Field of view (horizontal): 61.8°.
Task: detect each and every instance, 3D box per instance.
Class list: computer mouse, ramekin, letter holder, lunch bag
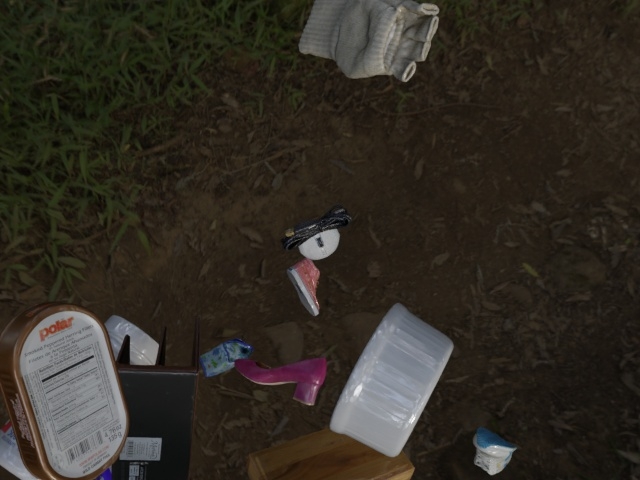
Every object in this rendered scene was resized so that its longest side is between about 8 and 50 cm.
[{"bbox_3d":[0.000,0.000,0.834,0.106,0.193,0.042,-26,80,0],"label":"computer mouse"},{"bbox_3d":[0.143,0.272,1.026,0.135,0.277,0.277,28,70,16],"label":"ramekin"},{"bbox_3d":[-0.337,0.325,1.115,0.152,0.214,0.301,5,114,-12],"label":"letter holder"},{"bbox_3d":[-0.327,0.411,1.889,0.151,0.129,0.096,12,50,-58],"label":"lunch bag"}]

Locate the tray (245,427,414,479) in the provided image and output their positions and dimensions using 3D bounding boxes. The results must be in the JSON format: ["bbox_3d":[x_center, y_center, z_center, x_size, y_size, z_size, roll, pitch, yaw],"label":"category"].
[{"bbox_3d":[0.030,0.615,1.445,0.411,0.076,0.203,-8,37,-30],"label":"tray"}]

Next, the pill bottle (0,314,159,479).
[{"bbox_3d":[-0.589,0.401,1.341,0.229,0.229,0.407,36,61,-6],"label":"pill bottle"}]

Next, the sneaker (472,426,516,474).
[{"bbox_3d":[0.421,0.524,1.312,0.092,0.087,0.229,-56,141,-6],"label":"sneaker"}]

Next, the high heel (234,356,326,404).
[{"bbox_3d":[-0.100,0.306,1.314,0.244,0.082,0.117,16,87,31],"label":"high heel"}]

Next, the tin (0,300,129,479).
[{"bbox_3d":[-0.255,0.154,0.542,0.106,0.040,0.189,-28,110,-58],"label":"tin"}]

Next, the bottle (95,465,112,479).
[{"bbox_3d":[-0.535,0.731,1.477,0.092,0.118,0.283,-20,50,-32],"label":"bottle"}]

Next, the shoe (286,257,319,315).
[{"bbox_3d":[-0.029,0.138,1.607,0.081,0.063,0.177,-36,113,-22],"label":"shoe"}]

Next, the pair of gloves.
[{"bbox_3d":[0.070,-0.299,0.587,0.042,0.204,0.240,9,112,-44],"label":"pair of gloves"}]
